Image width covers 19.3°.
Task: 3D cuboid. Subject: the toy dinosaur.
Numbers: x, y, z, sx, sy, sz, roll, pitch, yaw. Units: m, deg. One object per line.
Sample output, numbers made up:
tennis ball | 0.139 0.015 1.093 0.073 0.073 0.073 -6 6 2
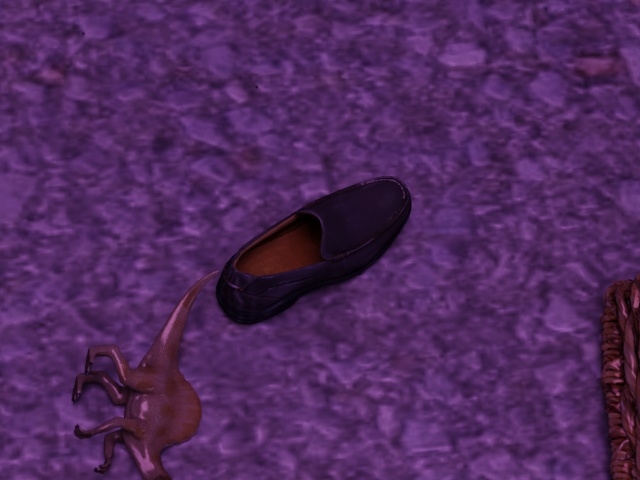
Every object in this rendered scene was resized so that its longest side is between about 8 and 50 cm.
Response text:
toy dinosaur | -0.127 0.106 1.352 0.093 0.053 0.183 13 71 -16

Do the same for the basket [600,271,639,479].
basket | 0.352 0.149 1.338 0.213 0.223 0.299 16 60 -34

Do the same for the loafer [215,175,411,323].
loafer | 0.000 0.000 1.395 0.170 0.061 0.062 -35 71 -19
